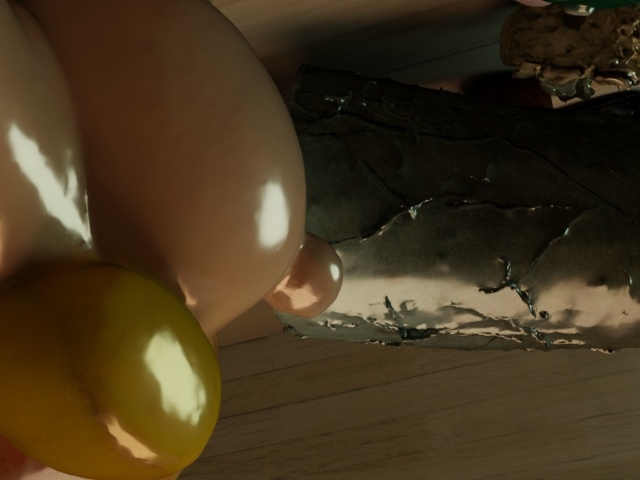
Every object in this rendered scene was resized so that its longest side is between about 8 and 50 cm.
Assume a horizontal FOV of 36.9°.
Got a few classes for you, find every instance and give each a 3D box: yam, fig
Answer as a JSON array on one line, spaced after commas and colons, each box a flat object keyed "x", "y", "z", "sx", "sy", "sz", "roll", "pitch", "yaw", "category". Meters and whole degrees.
[{"x": 0.129, "y": -0.020, "z": 0.783, "sx": 0.348, "sy": 0.241, "sz": 0.241, "roll": 6, "pitch": 168, "yaw": -6, "category": "yam"}, {"x": 0.186, "y": -0.094, "z": 0.917, "sx": 0.088, "sy": 0.125, "sz": 0.089, "roll": -16, "pitch": 171, "yaw": -2, "category": "fig"}]

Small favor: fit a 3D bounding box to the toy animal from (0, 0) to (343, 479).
[{"x": -0.151, "y": -0.059, "z": 0.524, "sx": 0.247, "sy": 0.345, "sz": 0.277, "roll": -44, "pitch": -160, "yaw": -26, "category": "toy animal"}]

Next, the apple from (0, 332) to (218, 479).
[{"x": -0.302, "y": 0.138, "z": 1.026, "sx": 0.391, "sy": 0.347, "sz": 0.391, "roll": -6, "pitch": 169, "yaw": -1, "category": "apple"}]

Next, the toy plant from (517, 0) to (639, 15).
[{"x": 0.126, "y": -0.175, "z": 0.438, "sx": 0.243, "sy": 0.113, "sz": 0.232, "roll": 18, "pitch": 164, "yaw": -38, "category": "toy plant"}]

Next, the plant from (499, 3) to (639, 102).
[{"x": 0.198, "y": -0.132, "z": 0.731, "sx": 0.104, "sy": 0.116, "sz": 0.122, "roll": -35, "pitch": 146, "yaw": -8, "category": "plant"}]

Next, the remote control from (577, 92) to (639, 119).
[{"x": 0.253, "y": -0.102, "z": 1.114, "sx": 0.265, "sy": 0.066, "sz": 0.090, "roll": -16, "pitch": 168, "yaw": 20, "category": "remote control"}]
